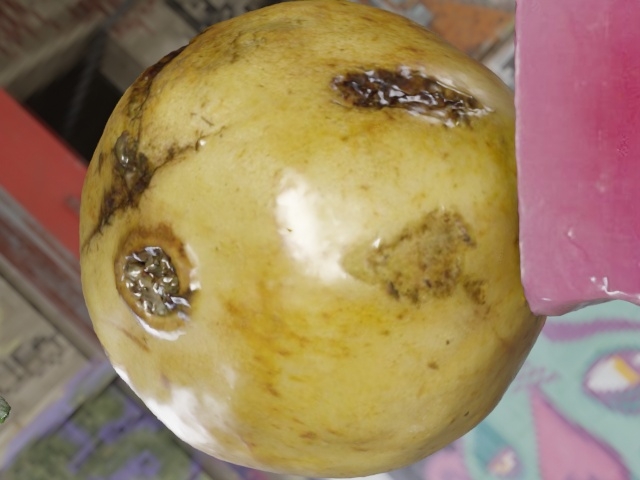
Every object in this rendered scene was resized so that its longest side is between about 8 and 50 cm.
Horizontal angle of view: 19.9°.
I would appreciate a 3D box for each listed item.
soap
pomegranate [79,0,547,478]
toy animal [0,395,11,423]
[{"bbox_3d":[0.255,-0.090,0.960,0.360,0.128,0.233,-10,-77,-47],"label":"soap"},{"bbox_3d":[0.000,0.000,0.969,0.260,0.260,0.260,-46,-8,-9],"label":"pomegranate"},{"bbox_3d":[-0.199,0.061,0.885,0.041,0.075,0.217,-10,-5,-32],"label":"toy animal"}]
